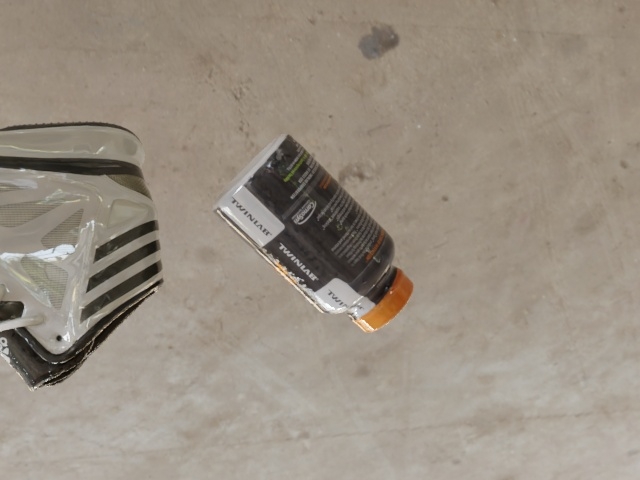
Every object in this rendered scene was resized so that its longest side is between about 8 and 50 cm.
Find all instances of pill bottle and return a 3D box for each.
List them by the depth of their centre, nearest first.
[{"bbox_3d":[0.000,0.000,0.885,0.246,0.130,0.130,44,115,-11],"label":"pill bottle"}]

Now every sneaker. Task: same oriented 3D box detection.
[{"bbox_3d":[-0.358,0.027,0.706,0.448,0.257,0.169,-9,159,-30],"label":"sneaker"}]
